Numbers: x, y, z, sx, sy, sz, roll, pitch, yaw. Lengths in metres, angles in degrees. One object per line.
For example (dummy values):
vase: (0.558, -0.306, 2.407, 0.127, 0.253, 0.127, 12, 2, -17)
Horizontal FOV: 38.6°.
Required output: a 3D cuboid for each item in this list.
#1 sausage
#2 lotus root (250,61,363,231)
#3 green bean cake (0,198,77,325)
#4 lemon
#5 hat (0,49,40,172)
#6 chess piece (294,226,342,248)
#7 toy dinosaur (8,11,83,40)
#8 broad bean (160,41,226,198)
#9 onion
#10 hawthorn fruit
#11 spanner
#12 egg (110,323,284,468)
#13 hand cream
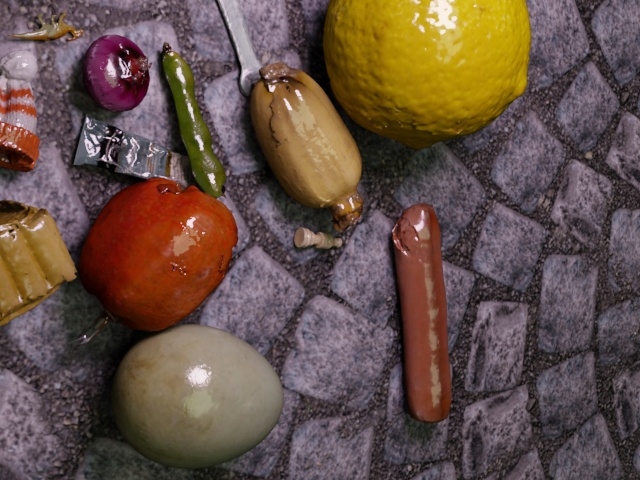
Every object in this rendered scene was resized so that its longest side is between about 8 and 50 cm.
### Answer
sausage: (0.191, 0.138, 1.714, 0.094, 0.094, 0.419, -6, 99, -5)
lotus root: (-0.022, -0.160, 1.521, 0.146, 0.131, 0.303, -31, 112, -1)
green bean cake: (-0.460, 0.042, 1.212, 0.229, 0.224, 0.131, -32, 111, -29)
lemon: (0.173, -0.341, 1.499, 0.349, 0.350, 0.387, -10, 105, -31)
hat: (-0.437, -0.190, 1.292, 0.112, 0.093, 0.162, 20, 66, -42)
chess piece: (0.000, 0.000, 1.612, 0.092, 0.035, 0.035, 9, 91, -36)
toy dinosaur: (-0.395, -0.310, 1.324, 0.113, 0.026, 0.041, -10, 119, -40)
broad bean: (-0.200, -0.184, 1.428, 0.052, 0.053, 0.256, -17, 88, -8)
onion: (-0.296, -0.248, 1.353, 0.115, 0.104, 0.115, -10, 90, -66)
hawthorn fruit: (-0.260, 0.045, 1.358, 0.211, 0.211, 0.299, 38, 86, -30)
spanner: (-0.147, -0.376, 1.483, 0.071, 0.017, 0.302, -26, 109, -27)
egg: (-0.181, 0.243, 1.416, 0.295, 0.218, 0.218, 18, 86, -43)
hand cream: (-0.261, -0.116, 1.431, 0.248, 0.052, 0.075, 18, 63, -27)
